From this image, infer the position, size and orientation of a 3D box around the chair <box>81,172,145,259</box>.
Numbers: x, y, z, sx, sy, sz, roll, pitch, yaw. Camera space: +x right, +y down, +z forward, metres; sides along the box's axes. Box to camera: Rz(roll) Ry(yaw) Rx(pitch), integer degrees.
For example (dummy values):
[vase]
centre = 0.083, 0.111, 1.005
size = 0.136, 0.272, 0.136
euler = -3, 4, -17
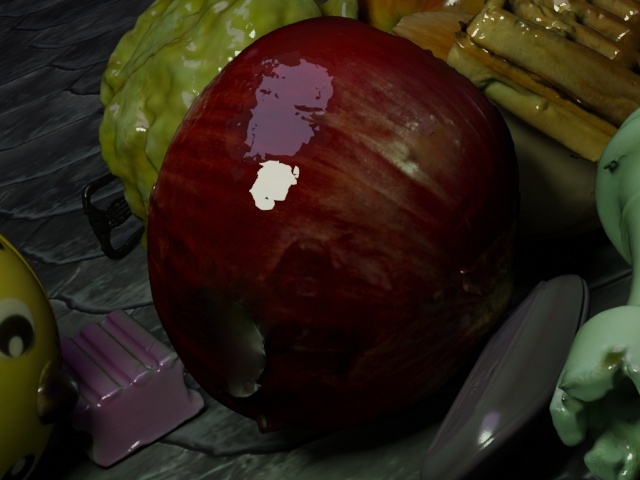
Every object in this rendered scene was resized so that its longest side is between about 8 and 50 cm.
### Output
[chair]
centre = -0.226, -0.073, 2.265
size = 0.113, 0.106, 0.229
euler = 2, 32, 49

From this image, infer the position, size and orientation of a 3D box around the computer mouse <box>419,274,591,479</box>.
[computer mouse]
centre = 0.146, 0.115, 1.407
size = 0.120, 0.057, 0.232
euler = -49, 4, 42

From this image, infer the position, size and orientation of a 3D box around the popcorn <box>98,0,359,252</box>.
[popcorn]
centre = -0.101, -0.157, 2.045
size = 0.294, 0.334, 0.292
euler = 1, -16, -3

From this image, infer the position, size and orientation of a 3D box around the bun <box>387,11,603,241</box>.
[bun]
centre = 0.171, -0.091, 1.728
size = 0.299, 0.164, 0.299
euler = 13, 22, -6

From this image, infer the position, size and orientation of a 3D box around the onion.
[onion]
centre = 0.006, 0.005, 1.519
size = 0.341, 0.341, 0.341
euler = -21, 21, 8

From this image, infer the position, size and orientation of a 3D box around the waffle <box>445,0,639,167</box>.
[waffle]
centre = 0.279, -0.132, 1.578
size = 0.098, 0.328, 0.224
euler = -60, -3, 33

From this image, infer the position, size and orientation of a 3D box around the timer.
[timer]
centre = -0.386, 0.132, 1.612
size = 0.376, 0.376, 0.387
euler = -26, 20, -5

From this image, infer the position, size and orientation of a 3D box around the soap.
[soap]
centre = -0.201, 0.138, 1.773
size = 0.122, 0.065, 0.203
euler = -30, 21, -13

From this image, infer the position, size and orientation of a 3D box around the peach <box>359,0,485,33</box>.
[peach]
centre = 0.174, -0.268, 2.109
size = 0.238, 0.281, 0.281
euler = 38, 53, 17

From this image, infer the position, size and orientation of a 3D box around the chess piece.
[chess piece]
centre = 0.268, 0.039, 1.360
size = 0.195, 0.194, 0.299
euler = -10, 34, 34
